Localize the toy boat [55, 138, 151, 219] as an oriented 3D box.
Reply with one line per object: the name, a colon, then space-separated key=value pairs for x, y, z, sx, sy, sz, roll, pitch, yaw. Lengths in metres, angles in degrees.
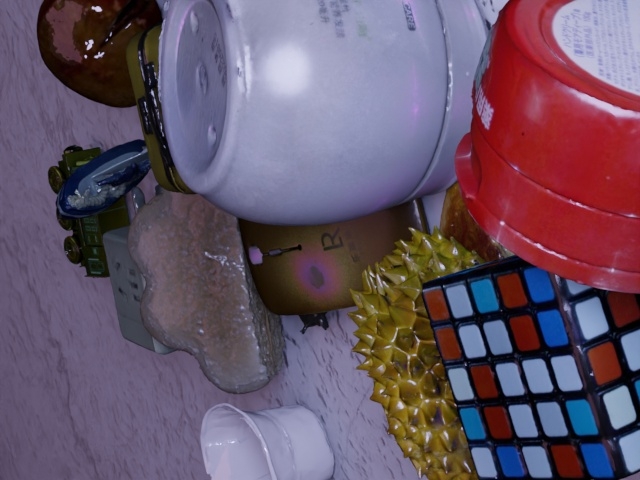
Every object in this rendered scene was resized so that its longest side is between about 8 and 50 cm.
toy boat: x=-0.270 y=-0.111 z=1.692 sx=0.070 sy=0.210 sz=0.291 roll=51 pitch=149 yaw=-7

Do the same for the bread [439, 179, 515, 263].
bread: x=0.157 y=0.021 z=1.201 sx=0.154 sy=0.054 sz=0.136 roll=65 pitch=147 yaw=25

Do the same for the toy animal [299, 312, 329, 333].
toy animal: x=-0.026 y=0.068 z=1.530 sx=0.135 sy=0.047 sz=0.065 roll=46 pitch=145 yaw=35

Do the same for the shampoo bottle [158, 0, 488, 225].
shampoo bottle: x=0.001 y=-0.152 z=1.150 sx=0.273 sy=0.266 sz=0.273 roll=20 pitch=112 yaw=61

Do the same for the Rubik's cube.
Rubik's cube: x=0.222 y=0.086 z=1.000 sx=0.187 sy=0.182 sz=0.184 roll=-25 pitch=82 yaw=59

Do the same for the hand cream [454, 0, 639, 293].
hand cream: x=0.220 y=-0.083 z=0.884 sx=0.230 sy=0.230 sz=0.149 roll=48 pitch=139 yaw=36

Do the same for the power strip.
power strip: x=-0.217 y=0.030 z=1.730 sx=0.140 sy=0.139 sz=0.224 roll=14 pitch=116 yaw=57

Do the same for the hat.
hat: x=-0.061 y=0.291 z=1.616 sx=0.203 sy=0.126 sz=0.203 roll=33 pitch=131 yaw=48

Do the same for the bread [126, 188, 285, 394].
bread: x=-0.156 y=0.037 z=1.586 sx=0.102 sy=0.183 sz=0.337 roll=-41 pitch=-57 yaw=-75

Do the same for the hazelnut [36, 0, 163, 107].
hazelnut: x=-0.300 y=-0.283 z=1.697 sx=0.204 sy=0.178 sz=0.178 roll=51 pitch=158 yaw=-26

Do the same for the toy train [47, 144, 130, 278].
toy train: x=-0.372 y=-0.047 z=2.001 sx=0.137 sy=0.090 sz=0.225 roll=1 pitch=106 yaw=51

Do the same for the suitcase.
suitcase: x=-0.093 y=-0.159 z=1.340 sx=0.143 sy=0.235 sz=0.194 roll=5 pitch=109 yaw=57

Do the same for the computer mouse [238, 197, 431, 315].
computer mouse: x=0.000 y=0.000 z=1.385 sx=0.310 sy=0.072 sz=0.158 roll=-11 pitch=94 yaw=49

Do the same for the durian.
durian: x=0.137 y=0.115 z=1.155 sx=0.260 sy=0.154 sz=0.186 roll=48 pitch=129 yaw=2
